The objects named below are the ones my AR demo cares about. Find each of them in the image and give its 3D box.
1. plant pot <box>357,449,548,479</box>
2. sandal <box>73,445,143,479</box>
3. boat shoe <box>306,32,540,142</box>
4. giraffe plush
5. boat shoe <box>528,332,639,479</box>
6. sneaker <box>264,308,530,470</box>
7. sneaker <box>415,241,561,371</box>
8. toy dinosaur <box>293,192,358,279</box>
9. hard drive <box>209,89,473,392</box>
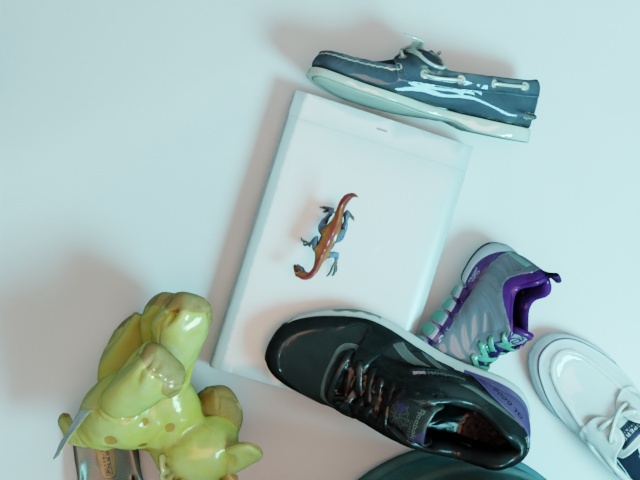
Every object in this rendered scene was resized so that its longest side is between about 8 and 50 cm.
[{"bbox_3d":[0.181,0.375,1.276,0.341,0.334,0.341,1,83,-13],"label":"plant pot"},{"bbox_3d":[-0.209,0.284,1.388,0.090,0.060,0.219,-11,93,-6],"label":"sandal"},{"bbox_3d":[0.113,-0.167,1.397,0.254,0.095,0.079,14,92,-8],"label":"boat shoe"},{"bbox_3d":[-0.145,0.177,1.336,0.170,0.181,0.210,39,71,-17],"label":"giraffe plush"},{"bbox_3d":[0.333,0.203,1.439,0.258,0.084,0.095,44,87,-6],"label":"boat shoe"},{"bbox_3d":[0.079,0.150,1.327,0.283,0.124,0.107,17,101,3],"label":"sneaker"},{"bbox_3d":[0.164,0.111,1.399,0.083,0.098,0.223,31,87,-47],"label":"sneaker"},{"bbox_3d":[0.000,0.000,1.364,0.047,0.090,0.082,21,57,8],"label":"toy dinosaur"},{"bbox_3d":[0.023,0.016,1.420,0.203,0.040,0.307,17,89,-7],"label":"hard drive"}]
